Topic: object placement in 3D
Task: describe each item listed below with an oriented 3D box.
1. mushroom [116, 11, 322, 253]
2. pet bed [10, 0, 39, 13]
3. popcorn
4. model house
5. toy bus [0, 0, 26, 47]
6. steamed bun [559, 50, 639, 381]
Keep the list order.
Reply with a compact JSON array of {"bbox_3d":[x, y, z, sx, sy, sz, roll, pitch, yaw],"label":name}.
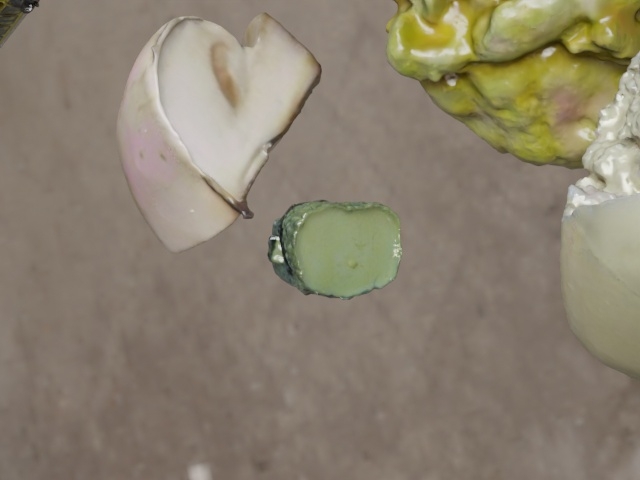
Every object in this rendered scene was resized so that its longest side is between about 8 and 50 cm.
[{"bbox_3d":[-0.130,-0.112,1.846,0.162,0.236,0.173,45,133,-16],"label":"mushroom"},{"bbox_3d":[-0.173,-0.253,1.183,0.211,0.159,0.183,-116,19,-58],"label":"pet bed"},{"bbox_3d":[0.171,-0.167,1.380,0.212,0.259,0.259,-4,97,35],"label":"popcorn"},{"bbox_3d":[0.000,0.000,1.286,0.083,0.078,0.066,22,116,61],"label":"model house"},{"bbox_3d":[-0.322,-0.244,1.902,0.226,0.074,0.081,-36,68,60],"label":"toy bus"},{"bbox_3d":[0.241,-0.002,1.052,0.225,0.170,0.200,19,90,34],"label":"steamed bun"}]
